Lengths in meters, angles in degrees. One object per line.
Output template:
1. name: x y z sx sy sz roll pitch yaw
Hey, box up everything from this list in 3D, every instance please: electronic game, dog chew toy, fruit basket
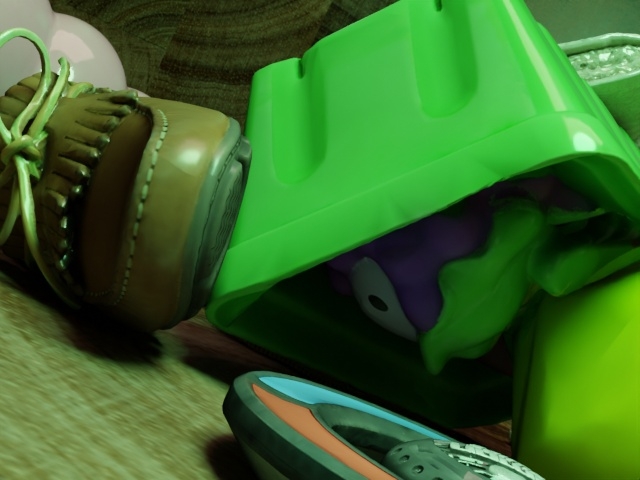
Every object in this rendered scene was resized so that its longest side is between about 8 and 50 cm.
1. electronic game: 0.066 0.110 0.477 0.229 0.048 0.229 26 1 0
2. dog chew toy: -0.275 -0.134 1.077 0.332 0.206 0.207 34 -4 -30
3. fruit basket: 0.140 0.065 0.713 0.283 0.391 0.392 -22 -23 24

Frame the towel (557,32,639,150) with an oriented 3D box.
1. towel: 0.111 -0.071 0.896 0.282 0.049 0.187 -10 -25 3

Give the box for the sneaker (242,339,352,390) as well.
1. sneaker: -0.014 0.069 0.854 0.118 0.042 0.067 33 7 16

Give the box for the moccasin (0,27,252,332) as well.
1. moccasin: -0.146 -0.041 0.697 0.147 0.139 0.380 18 6 -25

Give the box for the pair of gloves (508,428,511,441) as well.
1. pair of gloves: 0.186 0.161 1.105 0.240 0.042 0.204 27 1 37
